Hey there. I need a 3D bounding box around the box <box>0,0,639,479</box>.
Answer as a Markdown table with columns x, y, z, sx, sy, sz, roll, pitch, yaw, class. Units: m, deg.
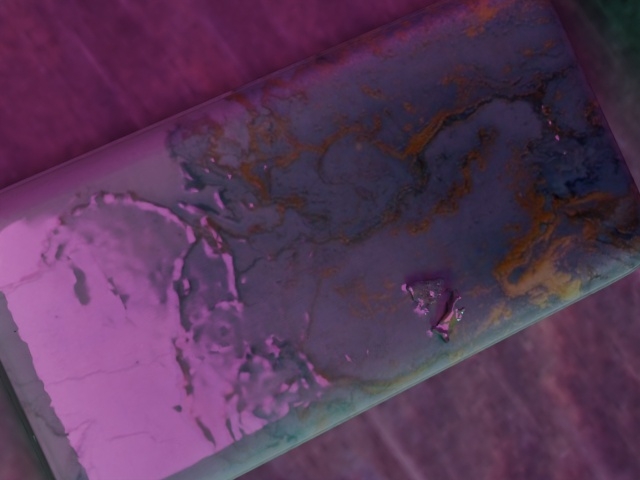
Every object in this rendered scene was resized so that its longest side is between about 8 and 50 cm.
| x | y | z | sx | sy | sz | roll | pitch | yaw | class |
| --- | --- | --- | --- | --- | --- | --- | --- | --- | --- |
| 0.000 | 0.000 | 0.765 | 0.285 | 0.044 | 0.142 | -26 | 90 | -21 | box |
